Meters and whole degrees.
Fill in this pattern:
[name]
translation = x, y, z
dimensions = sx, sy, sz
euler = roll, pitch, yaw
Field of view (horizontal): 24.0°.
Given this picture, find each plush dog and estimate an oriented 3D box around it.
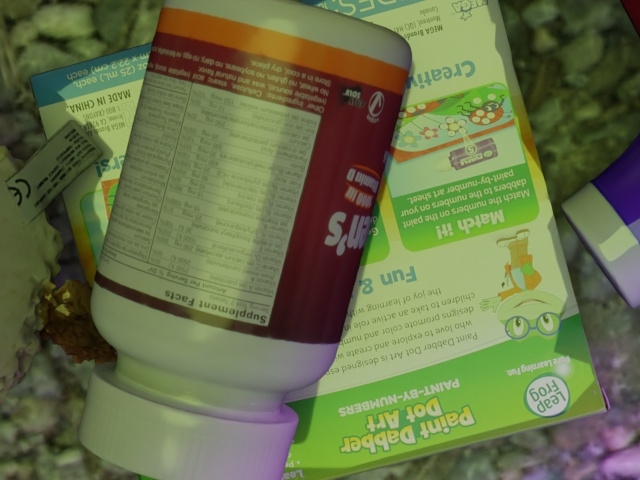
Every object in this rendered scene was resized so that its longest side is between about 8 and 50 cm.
[plush dog]
translation = -0.242, 0.031, 0.759
dimensions = 0.225, 0.210, 0.262
euler = -13, 65, 37

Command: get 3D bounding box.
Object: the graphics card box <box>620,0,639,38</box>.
[graphics card box]
translation = 0.302, -0.198, 0.669
dimensions = 0.371, 0.094, 0.233
euler = -17, 54, -1

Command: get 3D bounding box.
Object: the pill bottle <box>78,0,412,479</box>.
[pill bottle]
translation = -0.040, -0.002, 0.712
dimensions = 0.121, 0.121, 0.221
euler = 14, 94, 3

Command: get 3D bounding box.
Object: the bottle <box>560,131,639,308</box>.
[bottle]
translation = 0.254, -0.072, 0.751
dimensions = 0.283, 0.092, 0.118
euler = -34, 84, 6

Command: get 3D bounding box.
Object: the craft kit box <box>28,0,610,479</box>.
[craft kit box]
translation = 0.000, 0.000, 0.796
dimensions = 0.249, 0.061, 0.247
euler = -14, 89, 5
